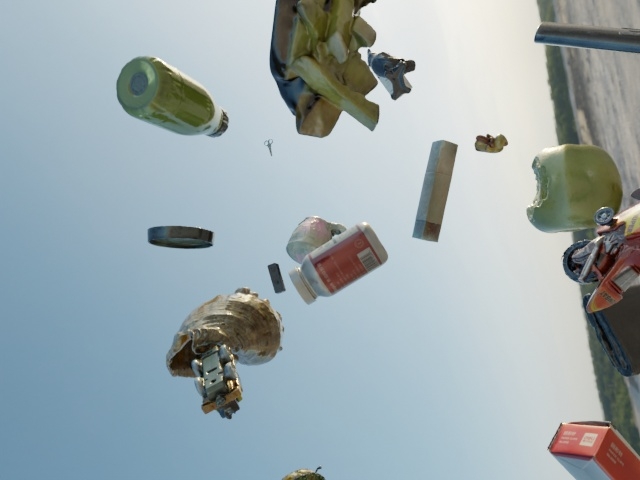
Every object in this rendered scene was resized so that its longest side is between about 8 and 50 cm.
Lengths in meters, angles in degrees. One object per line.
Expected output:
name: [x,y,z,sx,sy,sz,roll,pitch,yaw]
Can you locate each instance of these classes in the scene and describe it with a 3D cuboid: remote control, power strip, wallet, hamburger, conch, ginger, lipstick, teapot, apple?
remote control: [0.629,-0.393,0.968,0.107,0.377,0.044,-46,-35,-43]
power strip: [-0.157,0.135,1.752,0.029,0.038,0.111,28,-138,-70]
wallet: [0.916,0.222,1.330,0.406,0.062,0.228,-5,-119,-21]
hamburger: [-0.062,0.688,1.306,0.189,0.093,0.164,-31,-61,-19]
conch: [-0.275,0.249,1.325,0.352,0.297,0.210,34,-157,-51]
ginger: [0.065,-0.451,1.085,0.358,0.211,0.413,-44,-31,-49]
lipstick: [0.426,-0.182,1.823,0.080,0.076,0.371,13,-90,-20]
teapot: [-0.009,-0.008,1.853,0.163,0.221,0.178,46,-131,-36]
apple: [0.718,-0.143,1.396,0.279,0.279,0.279,30,-125,-54]

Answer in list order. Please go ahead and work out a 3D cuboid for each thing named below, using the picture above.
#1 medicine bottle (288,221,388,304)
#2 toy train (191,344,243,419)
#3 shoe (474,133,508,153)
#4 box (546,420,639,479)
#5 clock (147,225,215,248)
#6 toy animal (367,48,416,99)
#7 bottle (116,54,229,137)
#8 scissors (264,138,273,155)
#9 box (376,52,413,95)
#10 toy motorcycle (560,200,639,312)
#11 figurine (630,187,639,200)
medicine bottle: [0.047,0.062,1.302,0.131,0.250,0.131,59,-177,-5]
toy train: [-0.221,0.319,1.094,0.127,0.089,0.219,67,171,-23]
shoe: [0.598,-0.341,1.728,0.072,0.109,0.069,-57,-35,-17]
box: [0.629,0.496,1.089,0.182,0.133,0.099,46,-117,-1]
clock: [-0.452,-0.008,1.596,0.215,0.215,0.042,18,-110,-58]
toy animal: [0.221,-0.559,1.540,0.121,0.117,0.210,45,-164,-53]
bottle: [-0.268,-0.261,0.952,0.260,0.112,0.112,6,-105,-71]
scissors: [-0.190,-0.347,1.844,0.006,0.036,0.083,56,166,33]
box: [0.264,-0.604,1.817,0.040,0.084,0.154,-41,-81,-29]
toy motorcycle: [0.592,0.001,0.896,0.089,0.298,0.171,30,-148,-33]
figurine: [0.880,-0.081,1.256,0.205,0.103,0.260,-67,-25,-49]
